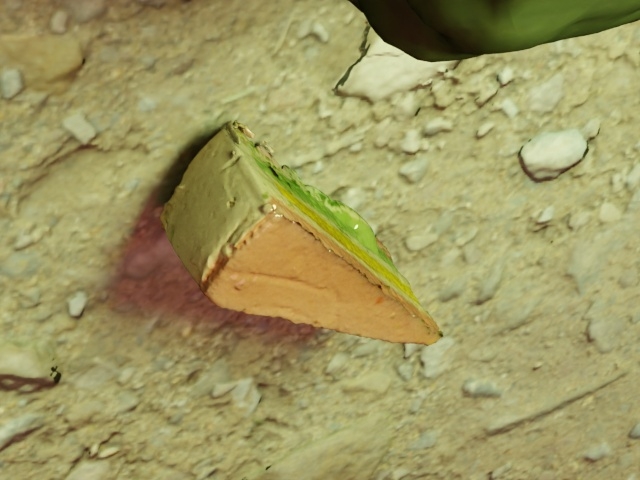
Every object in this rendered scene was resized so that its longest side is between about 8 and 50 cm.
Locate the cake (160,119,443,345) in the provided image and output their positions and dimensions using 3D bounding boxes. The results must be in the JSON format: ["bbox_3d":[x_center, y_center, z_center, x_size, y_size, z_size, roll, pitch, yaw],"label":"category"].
[{"bbox_3d":[-0.015,0.014,1.384,0.090,0.109,0.225,-43,138,12],"label":"cake"}]

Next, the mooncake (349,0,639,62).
[{"bbox_3d":[0.082,-0.267,0.987,0.194,0.356,0.356,-11,135,-22],"label":"mooncake"}]
